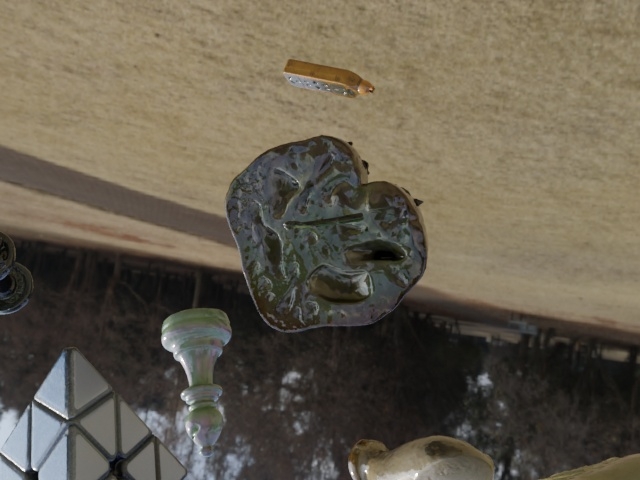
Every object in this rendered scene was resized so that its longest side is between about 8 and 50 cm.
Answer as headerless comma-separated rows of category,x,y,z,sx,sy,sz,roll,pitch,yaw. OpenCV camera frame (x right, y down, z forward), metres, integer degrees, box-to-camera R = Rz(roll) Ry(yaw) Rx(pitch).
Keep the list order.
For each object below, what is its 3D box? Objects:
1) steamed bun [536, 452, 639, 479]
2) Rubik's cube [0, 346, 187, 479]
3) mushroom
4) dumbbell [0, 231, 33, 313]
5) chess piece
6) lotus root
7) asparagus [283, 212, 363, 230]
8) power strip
steamed bun,0.302,0.398,0.772,0.352,0.247,0.339,-5,153,-35
Rubik's cube,-0.336,0.327,0.929,0.228,0.229,0.233,37,151,6
mushroom,0.158,0.380,1.095,0.128,0.128,0.350,10,163,-24
dumbbell,-0.447,0.045,0.922,0.081,0.082,0.254,8,155,-8
chess piece,-0.230,0.276,1.289,0.139,0.272,0.139,-8,151,-4
lotus root,0.000,0.000,1.248,0.390,0.375,0.111,29,-163,8
asparagus,0.005,-0.029,1.056,0.127,0.018,0.015,-7,151,-6
power strip,0.013,-0.268,1.125,0.178,0.028,0.049,18,167,28
